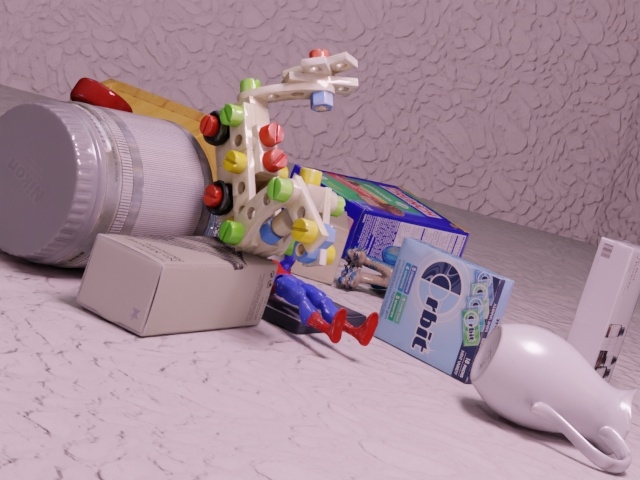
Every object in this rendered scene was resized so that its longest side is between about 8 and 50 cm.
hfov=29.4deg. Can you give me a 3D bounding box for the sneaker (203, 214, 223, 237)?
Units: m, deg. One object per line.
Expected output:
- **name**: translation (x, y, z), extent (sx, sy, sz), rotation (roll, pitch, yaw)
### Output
- **sneaker**: translation (-0.141, -0.006, 1.901), extent (0.122, 0.110, 0.283), rotation (38, 16, 13)

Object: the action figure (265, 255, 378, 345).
- **action figure**: translation (-0.025, 0.035, 1.694), extent (0.091, 0.139, 0.280), rotation (12, 8, -41)

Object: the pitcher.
- **pitcher**: translation (0.298, 0.201, 1.538), extent (0.207, 0.125, 0.178), rotation (28, 23, -5)

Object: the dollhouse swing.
- **dollhouse swing**: translation (-0.373, -0.125, 2.406), extent (0.346, 0.305, 0.315), rotation (23, -31, 34)

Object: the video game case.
- **video game case**: translation (-0.091, 0.075, 1.814), extent (0.274, 0.026, 0.196), rotation (21, 9, 29)

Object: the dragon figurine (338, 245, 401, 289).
- **dragon figurine**: translation (0.147, 0.062, 2.181), extent (0.144, 0.085, 0.289), rotation (24, 12, 33)

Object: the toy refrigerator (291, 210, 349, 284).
- **toy refrigerator**: translation (0.000, 0.000, 2.224), extent (0.094, 0.102, 0.269), rotation (17, 8, -3)

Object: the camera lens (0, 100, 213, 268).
- **camera lens**: translation (-0.297, -0.070, 1.653), extent (0.219, 0.219, 0.274), rotation (23, 10, 34)

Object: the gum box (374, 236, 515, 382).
- **gum box**: translation (0.174, 0.098, 1.758), extent (0.184, 0.157, 0.041), rotation (25, 10, 41)

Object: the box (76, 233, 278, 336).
- **box**: translation (-0.174, 0.053, 1.544), extent (0.113, 0.094, 0.275), rotation (23, 9, 24)

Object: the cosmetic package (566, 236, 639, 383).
- **cosmetic package**: translation (0.444, 0.118, 1.904), extent (0.060, 0.239, 0.099), rotation (22, 10, 31)

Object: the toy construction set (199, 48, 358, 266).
- **toy construction set**: translation (-0.053, -0.113, 1.620), extent (0.151, 0.328, 0.215), rotation (28, -33, -35)

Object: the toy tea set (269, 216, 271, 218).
- **toy tea set**: translation (-0.086, -0.118, 2.723), extent (0.336, 0.124, 0.200), rotation (10, 11, -42)

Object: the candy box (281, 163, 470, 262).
- **candy box**: translation (0.117, -0.041, 2.605), extent (0.317, 0.122, 0.268), rotation (11, 16, -40)

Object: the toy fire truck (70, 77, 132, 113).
- **toy fire truck**: translation (-0.326, -0.112, 1.967), extent (0.254, 0.169, 0.302), rotation (32, -13, -9)
